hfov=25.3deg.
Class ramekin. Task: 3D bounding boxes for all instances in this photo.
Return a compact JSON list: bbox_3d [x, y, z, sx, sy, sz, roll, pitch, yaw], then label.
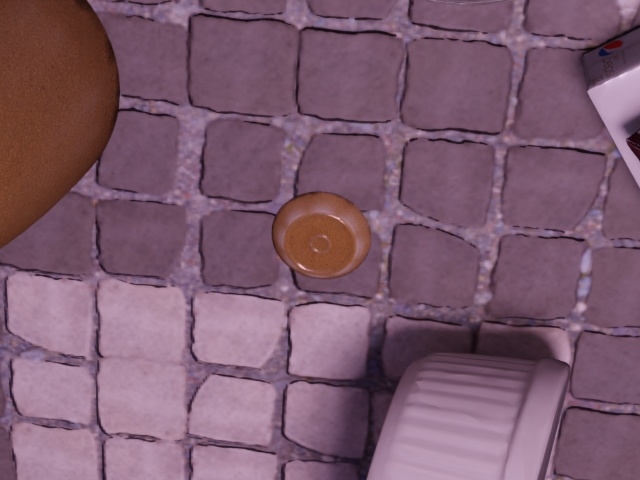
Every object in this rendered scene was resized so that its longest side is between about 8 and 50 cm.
[{"bbox_3d":[0.111,0.214,1.155,0.127,0.273,0.273,13,121,13],"label":"ramekin"}]

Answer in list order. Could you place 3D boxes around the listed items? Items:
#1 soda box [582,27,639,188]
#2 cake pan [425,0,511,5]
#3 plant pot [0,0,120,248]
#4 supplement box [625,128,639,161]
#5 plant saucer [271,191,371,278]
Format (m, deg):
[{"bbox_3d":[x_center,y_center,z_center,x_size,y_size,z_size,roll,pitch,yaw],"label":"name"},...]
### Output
[{"bbox_3d":[0.279,-0.057,1.083,0.074,0.069,0.216,-26,114,20],"label":"soda box"},{"bbox_3d":[0.103,-0.292,0.977,0.293,0.054,0.293,3,120,4],"label":"cake pan"},{"bbox_3d":[-0.290,-0.068,1.036,0.237,0.254,0.237,3,121,5],"label":"plant pot"},{"bbox_3d":[0.352,-0.091,1.003,0.239,0.073,0.130,-40,110,0],"label":"supplement box"},{"bbox_3d":[0.000,0.000,1.178,0.083,0.015,0.083,3,120,5],"label":"plant saucer"}]
